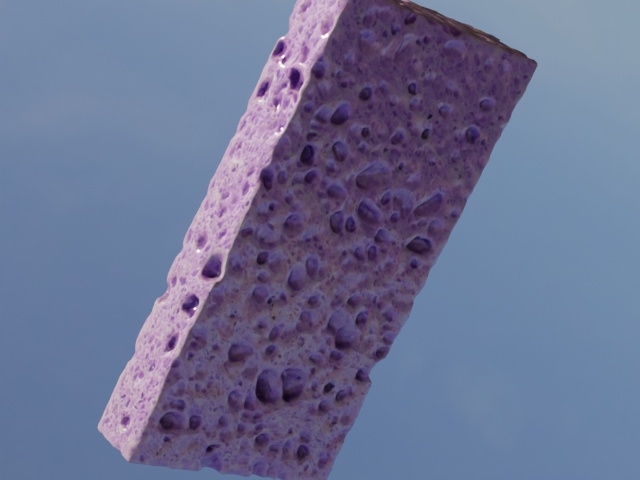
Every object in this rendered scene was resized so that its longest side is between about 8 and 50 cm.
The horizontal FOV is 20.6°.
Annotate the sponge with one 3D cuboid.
[{"bbox_3d":[0.000,0.000,0.723,0.117,0.210,0.031,16,-166,-45],"label":"sponge"}]
